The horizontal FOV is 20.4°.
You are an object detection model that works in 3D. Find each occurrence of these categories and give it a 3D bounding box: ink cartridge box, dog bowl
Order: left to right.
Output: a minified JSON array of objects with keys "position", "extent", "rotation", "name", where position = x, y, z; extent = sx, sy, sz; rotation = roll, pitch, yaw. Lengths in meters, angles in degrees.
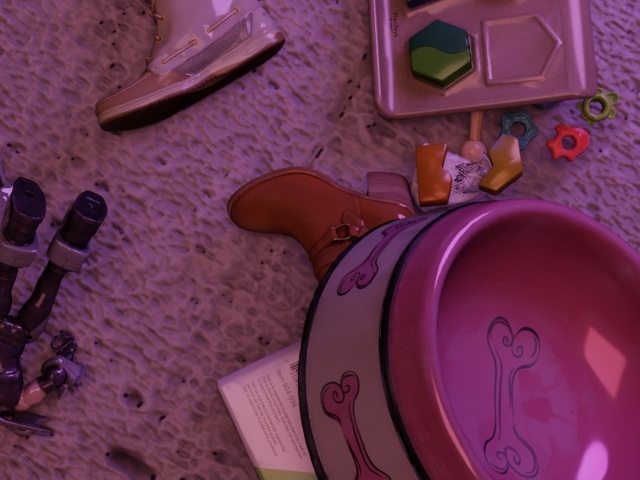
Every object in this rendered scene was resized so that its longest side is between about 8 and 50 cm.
[{"position":[0.059,0.174,1.773],"extent":[0.273,0.115,0.198],"rotation":[-24,84,-5],"name":"ink cartridge box"},{"position":[0.186,0.142,1.618],"extent":[0.408,0.150,0.408],"rotation":[16,60,-29],"name":"dog bowl"}]

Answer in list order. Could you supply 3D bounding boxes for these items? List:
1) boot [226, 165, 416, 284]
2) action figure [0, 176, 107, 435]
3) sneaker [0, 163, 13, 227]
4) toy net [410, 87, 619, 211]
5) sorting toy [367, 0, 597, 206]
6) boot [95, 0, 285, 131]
[{"position":[0.000,0.000,1.774],"extent":[0.197,0.073,0.152],"rotation":[-6,45,8],"name":"boot"},{"position":[-0.308,0.081,1.770],"extent":[0.185,0.099,0.285],"rotation":[19,110,-24],"name":"action figure"},{"position":[-0.410,-0.066,1.821],"extent":[0.229,0.086,0.132],"rotation":[19,78,-9],"name":"sneaker"},{"position":[0.194,-0.102,1.851],"extent":[0.232,0.045,0.122],"rotation":[-43,87,-4],"name":"toy net"},{"position":[0.166,-0.191,1.824],"extent":[0.229,0.041,0.307],"rotation":[-5,72,6],"name":"sorting toy"},{"position":[-0.165,-0.221,1.842],"extent":[0.213,0.077,0.165],"rotation":[-29,84,-10],"name":"boot"}]
